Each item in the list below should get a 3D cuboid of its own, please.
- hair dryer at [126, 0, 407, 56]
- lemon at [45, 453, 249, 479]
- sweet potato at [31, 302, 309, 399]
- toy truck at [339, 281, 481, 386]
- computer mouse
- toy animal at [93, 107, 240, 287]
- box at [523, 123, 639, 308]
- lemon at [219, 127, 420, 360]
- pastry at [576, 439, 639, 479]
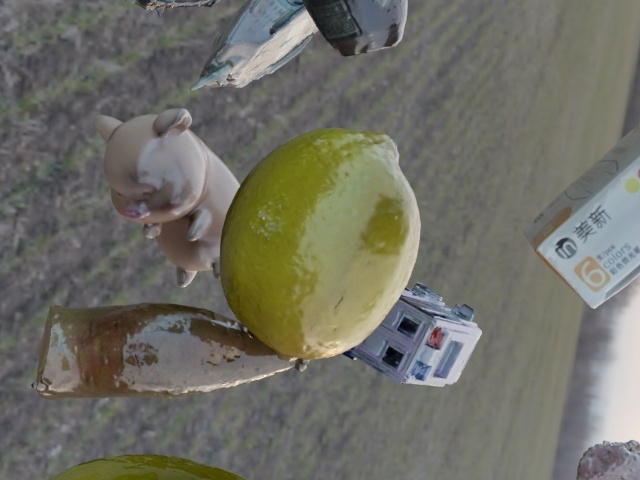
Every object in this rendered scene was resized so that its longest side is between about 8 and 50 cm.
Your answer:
[{"bbox_3d":[-0.053,-0.280,1.043,0.359,0.120,0.304,-36,115,-50],"label":"hair dryer"},{"bbox_3d":[-0.125,0.280,0.879,0.284,0.260,0.260,25,74,-71],"label":"lemon"},{"bbox_3d":[-0.180,0.132,1.462,0.131,0.336,0.131,178,-90,-87],"label":"sweet potato"},{"bbox_3d":[0.134,0.133,1.669,0.268,0.155,0.124,17,101,-62],"label":"toy truck"},{"bbox_3d":[-0.122,-0.385,2.232,0.389,0.115,0.199,-38,169,-30],"label":"computer mouse"},{"bbox_3d":[-0.190,-0.066,1.608,0.250,0.166,0.154,57,30,-37],"label":"toy animal"},{"bbox_3d":[0.324,-0.042,1.264,0.221,0.091,0.274,-44,179,6],"label":"box"},{"bbox_3d":[-0.002,0.004,1.402,0.236,0.236,0.263,63,33,-68],"label":"lemon"},{"bbox_3d":[0.362,0.352,1.391,0.112,0.103,0.265,-17,99,-74],"label":"pastry"}]
